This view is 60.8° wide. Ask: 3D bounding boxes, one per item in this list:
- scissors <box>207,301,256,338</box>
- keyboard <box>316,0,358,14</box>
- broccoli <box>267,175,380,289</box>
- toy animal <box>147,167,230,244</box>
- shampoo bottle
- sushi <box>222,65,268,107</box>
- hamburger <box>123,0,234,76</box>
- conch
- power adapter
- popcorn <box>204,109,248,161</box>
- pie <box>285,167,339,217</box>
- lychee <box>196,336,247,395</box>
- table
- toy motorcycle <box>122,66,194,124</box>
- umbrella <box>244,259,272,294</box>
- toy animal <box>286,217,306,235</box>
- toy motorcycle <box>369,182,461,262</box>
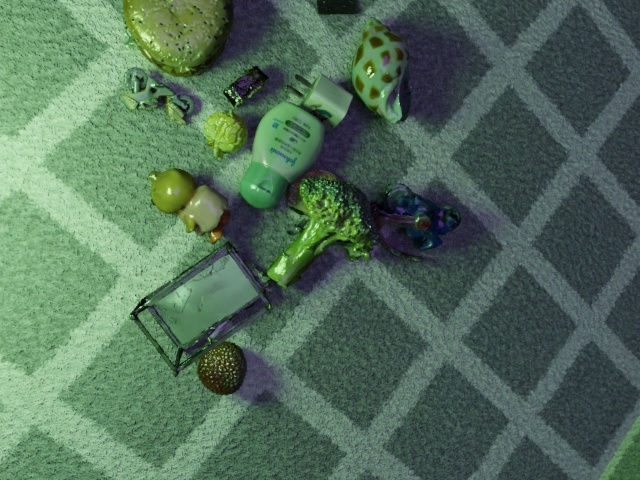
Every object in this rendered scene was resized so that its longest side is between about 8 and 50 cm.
[{"bbox_3d":[-0.304,0.241,1.806,0.101,0.027,0.204,43,76,-14],"label":"scissors"},{"bbox_3d":[0.061,-0.821,1.916,0.155,0.010,0.053,-8,95,-19],"label":"keyboard"},{"bbox_3d":[-0.008,-0.033,1.767,0.397,0.275,0.353,-15,108,-4],"label":"broccoli"},{"bbox_3d":[-0.409,-0.120,1.691,0.281,0.169,0.195,30,39,-12],"label":"toy animal"},{"bbox_3d":[-0.139,-0.265,1.787,0.222,0.151,0.349,31,82,-15],"label":"shampoo bottle"},{"bbox_3d":[-0.242,-0.500,1.778,0.150,0.090,0.078,-43,100,-12],"label":"sushi"},{"bbox_3d":[-0.433,-0.649,1.655,0.318,0.195,0.277,7,87,-17],"label":"hamburger"},{"bbox_3d":[0.218,-0.590,1.881,0.249,0.197,0.368,12,90,-52],"label":"conch"},{"bbox_3d":[-0.016,-0.477,1.825,0.205,0.130,0.125,29,58,-16],"label":"power adapter"},{"bbox_3d":[-0.300,-0.343,1.738,0.162,0.135,0.141,-50,127,-24],"label":"popcorn"},{"bbox_3d":[-0.008,-0.159,1.886,0.218,0.052,0.185,24,85,-16],"label":"pie"},{"bbox_3d":[-0.317,0.397,1.742,0.165,0.165,0.197,-34,63,-15],"label":"lychee"},{"bbox_3d":[-0.348,0.188,1.633,0.335,0.272,0.222,-35,100,-7],"label":"table"},{"bbox_3d":[-0.511,-0.431,1.691,0.229,0.094,0.130,26,87,-31],"label":"toy motorcycle"},{"bbox_3d":[-0.213,0.124,1.818,0.143,0.062,0.067,47,57,-9],"label":"umbrella"},{"bbox_3d":[-0.074,-0.037,1.877,0.084,0.028,0.050,-36,94,-14],"label":"toy animal"},{"bbox_3d":[0.325,-0.064,1.966,0.319,0.241,0.182,23,44,-15],"label":"toy motorcycle"}]
